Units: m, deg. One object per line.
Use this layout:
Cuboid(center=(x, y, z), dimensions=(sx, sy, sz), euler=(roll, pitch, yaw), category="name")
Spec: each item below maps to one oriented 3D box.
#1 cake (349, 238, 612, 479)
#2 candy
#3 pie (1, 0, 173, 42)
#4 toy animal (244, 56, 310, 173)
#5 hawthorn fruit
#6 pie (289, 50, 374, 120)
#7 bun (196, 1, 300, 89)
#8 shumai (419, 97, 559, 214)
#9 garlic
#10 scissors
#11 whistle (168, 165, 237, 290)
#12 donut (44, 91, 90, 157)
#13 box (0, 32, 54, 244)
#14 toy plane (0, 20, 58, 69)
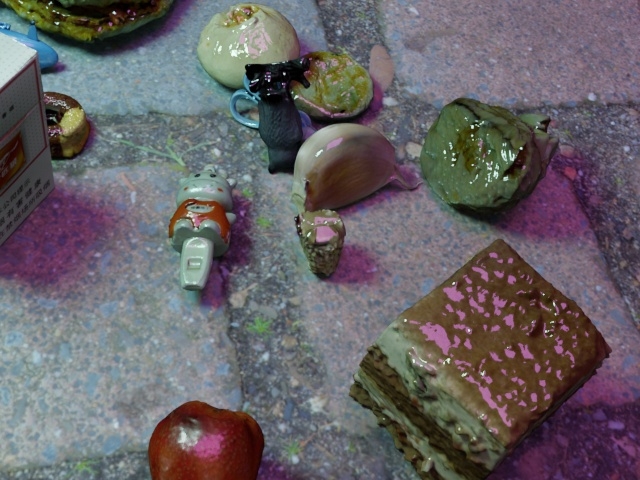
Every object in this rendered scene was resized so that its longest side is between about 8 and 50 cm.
Cuboid(center=(0.220, 0.192, 1.243), dimensions=(0.282, 0.290, 0.256), euler=(-35, 68, -25), category="cake")
Cuboid(center=(0.000, 0.000, 1.434), dimensions=(0.085, 0.110, 0.095), euler=(-4, 46, -3), category="candy")
Cuboid(center=(-0.470, -0.580, 1.694), dimensions=(0.395, 0.180, 0.418), euler=(25, 47, 6), category="pie")
Cuboid(center=(-0.065, -0.215, 1.506), dimensions=(0.121, 0.209, 0.117), euler=(-7, 15, 3), category="toy animal")
Cuboid(center=(-0.162, 0.310, 1.167), dimensions=(0.174, 0.179, 0.173), euler=(14, 14, -4), category="hawthorn fruit")
Cuboid(center=(0.016, -0.307, 1.685), dimensions=(0.187, 0.041, 0.186), euler=(5, 56, -7), category="pie")
Cuboid(center=(-0.141, -0.394, 1.644), dimensions=(0.223, 0.127, 0.222), euler=(2, 47, -2), category="bun")
Cuboid(center=(0.333, -0.155, 1.589), dimensions=(0.218, 0.189, 0.256), euler=(-4, 40, -35), category="shumai")
Cuboid(center=(0.068, -0.145, 1.532), dimensions=(0.267, 0.148, 0.128), euler=(-12, 48, -17), category="garlic")
Cuboid(center=(-0.049, -0.218, 1.586), dimensions=(0.256, 0.125, 0.030), euler=(35, 35, -2), category="scissors")
Cuboid(center=(-0.201, -0.028, 1.421), dimensions=(0.102, 0.106, 0.253), euler=(-16, 51, 27), category="whistle")
Cuboid(center=(-0.483, -0.209, 1.512), dimensions=(0.141, 0.059, 0.140), euler=(6, 52, -8), category="donut")
Cuboid(center=(-0.513, -0.128, 1.282), dimensions=(0.095, 0.330, 0.210), euler=(27, 55, 7), category="box")
Cuboid(center=(-0.626, -0.370, 1.569), dimensions=(0.272, 0.105, 0.254), euler=(3, 41, -4), category="toy plane")
